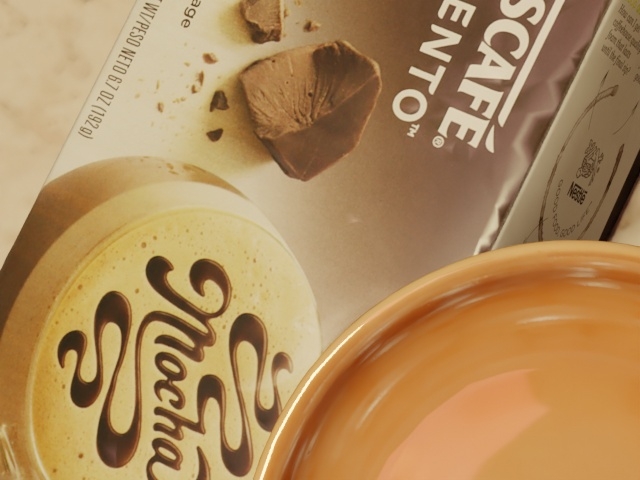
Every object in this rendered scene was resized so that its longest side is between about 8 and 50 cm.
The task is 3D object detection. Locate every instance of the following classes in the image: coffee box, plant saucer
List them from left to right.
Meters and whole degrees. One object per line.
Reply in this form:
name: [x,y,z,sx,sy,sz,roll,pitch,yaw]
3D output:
coffee box: [0.000,0.000,0.712,0.168,0.119,0.297,25,85,24]
plant saucer: [0.076,0.100,0.599,0.200,0.037,0.200,0,84,0]
